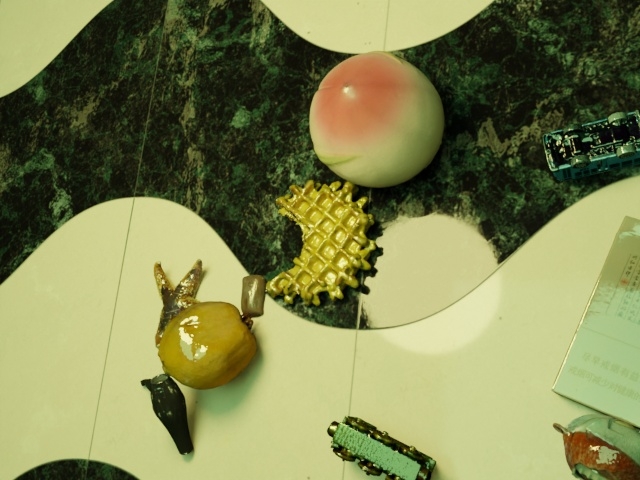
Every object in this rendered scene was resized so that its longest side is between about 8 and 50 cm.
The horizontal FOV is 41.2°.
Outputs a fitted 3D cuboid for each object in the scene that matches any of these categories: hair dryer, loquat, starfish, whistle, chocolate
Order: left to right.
[{"bbox_3d":[-0.364,0.370,1.947,0.075,0.195,0.219,-24,23,-24],"label":"hair dryer"},{"bbox_3d":[-0.334,0.148,2.023,0.216,0.071,0.238,-41,70,2],"label":"starfish"},{"bbox_3d":[-0.244,0.227,1.877,0.234,0.176,0.187,-31,85,-23],"label":"loquat"},{"bbox_3d":[-0.161,0.126,1.961,0.064,0.031,0.100,-4,73,30],"label":"chocolate"},{"bbox_3d":[0.554,0.403,1.454,0.346,0.142,0.134,29,46,28],"label":"whistle"}]

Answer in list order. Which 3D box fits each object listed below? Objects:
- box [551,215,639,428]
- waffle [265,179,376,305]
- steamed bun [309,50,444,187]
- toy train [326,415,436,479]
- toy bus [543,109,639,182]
[{"bbox_3d":[0.592,0.152,1.568,0.205,0.051,0.365,22,84,30],"label":"box"},{"bbox_3d":[0.000,0.000,1.902,0.260,0.069,0.293,-6,72,26],"label":"waffle"},{"bbox_3d":[0.106,-0.270,1.813,0.309,0.309,0.309,-8,70,24],"label":"steamed bun"},{"bbox_3d":[0.123,0.417,1.666,0.225,0.137,0.090,24,86,26],"label":"toy train"},{"bbox_3d":[0.539,-0.180,1.673,0.185,0.106,0.090,-12,72,17],"label":"toy bus"}]
